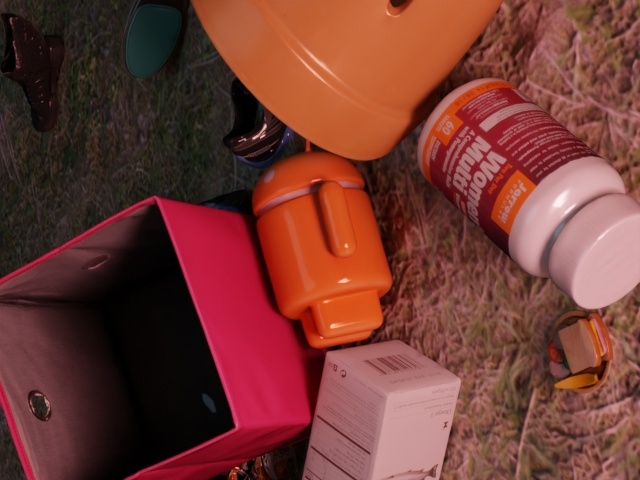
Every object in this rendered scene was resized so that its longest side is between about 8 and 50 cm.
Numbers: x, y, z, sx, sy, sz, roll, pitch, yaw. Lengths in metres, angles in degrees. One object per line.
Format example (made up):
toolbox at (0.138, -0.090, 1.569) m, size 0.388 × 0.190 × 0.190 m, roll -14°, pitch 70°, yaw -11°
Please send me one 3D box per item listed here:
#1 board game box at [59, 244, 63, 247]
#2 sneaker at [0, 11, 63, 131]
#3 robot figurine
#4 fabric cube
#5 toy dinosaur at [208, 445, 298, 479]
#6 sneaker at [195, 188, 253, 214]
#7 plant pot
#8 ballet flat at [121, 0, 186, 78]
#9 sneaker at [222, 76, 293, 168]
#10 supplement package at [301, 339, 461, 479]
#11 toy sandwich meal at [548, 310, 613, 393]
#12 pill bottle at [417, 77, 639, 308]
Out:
board game box at (-0.277, 0.075, 2.087) m, size 0.194 × 0.060 × 0.194 m, roll 22°, pitch 112°, yaw 50°
sneaker at (-0.409, -0.232, 2.194) m, size 0.051 × 0.089 × 0.170 m, roll 34°, pitch 120°, yaw 45°
robot figurine at (-0.001, 0.001, 1.667) m, size 0.128 × 0.158 × 0.219 m, roll -20°, pitch 76°, yaw 20°
fabric cube at (-0.166, 0.126, 1.682) m, size 0.259 × 0.258 × 0.254 m, roll -27°, pitch 76°, yaw 22°
toy dinosaur at (-0.115, 0.360, 1.854) m, size 0.218 × 0.164 × 0.322 m, roll 17°, pitch 87°, yaw 33°
sneaker at (-0.133, 0.010, 1.893) m, size 0.087 × 0.083 × 0.221 m, roll 58°, pitch 142°, yaw 10°
plant pot at (0.043, -0.251, 1.483) m, size 0.203 × 0.291 × 0.291 m, roll -38°, pitch 63°, yaw 29°
ballet flat at (-0.197, -0.304, 1.945) m, size 0.068 × 0.072 × 0.213 m, roll -106°, pitch 30°, yaw -60°
sneaker at (-0.055, -0.174, 1.731) m, size 0.067 × 0.078 × 0.188 m, roll 8°, pitch 76°, yaw 53°
supplement package at (0.060, 0.209, 1.632) m, size 0.105 × 0.105 × 0.179 m, roll 31°, pitch 119°, yaw 44°
toy sandwich meal at (0.235, 0.103, 1.454) m, size 0.085 × 0.029 × 0.086 m, roll 9°, pitch 101°, yaw 51°
pill bottle at (0.195, -0.043, 1.414) m, size 0.221 × 0.121 × 0.121 m, roll 47°, pitch 129°, yaw 39°
